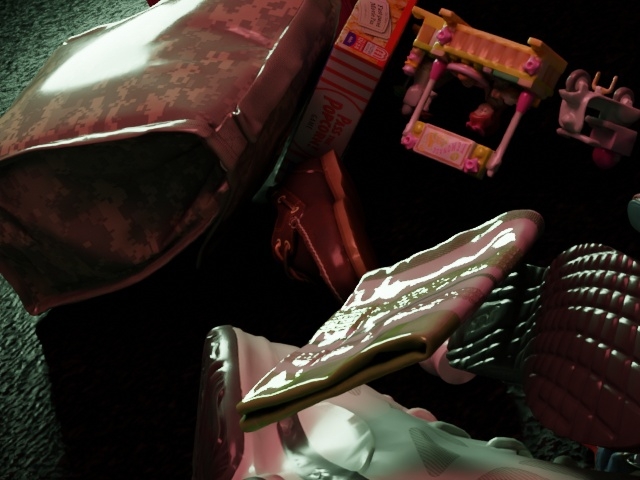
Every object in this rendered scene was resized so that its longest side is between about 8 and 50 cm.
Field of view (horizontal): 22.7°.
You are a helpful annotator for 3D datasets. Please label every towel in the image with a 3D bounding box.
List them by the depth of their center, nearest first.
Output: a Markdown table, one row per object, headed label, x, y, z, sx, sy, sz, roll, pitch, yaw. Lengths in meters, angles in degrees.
| label | x | y | z | sx | sy | sz | roll | pitch | yaw |
| --- | --- | --- | --- | --- | --- | --- | --- | --- | --- |
| towel | 0.034 | 0.032 | 0.735 | 0.113 | 0.023 | 0.152 | -28 | 6 | 32 |

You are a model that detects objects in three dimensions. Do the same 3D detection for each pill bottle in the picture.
| label | x | y | z | sx | sy | sz | roll | pitch | yaw |
| --- | --- | --- | --- | --- | --- | --- | --- | --- | --- |
| pill bottle | 0.076 | 0.060 | 1.032 | 0.043 | 0.043 | 0.083 | -27 | 29 | -4 |

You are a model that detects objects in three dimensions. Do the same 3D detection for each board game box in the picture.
| label | x | y | z | sx | sy | sz | roll | pitch | yaw |
| --- | --- | --- | --- | --- | --- | --- | --- | --- | --- |
| board game box | 0.031 | -0.145 | 1.314 | 0.045 | 0.146 | 0.193 | 26 | 41 | -1 |

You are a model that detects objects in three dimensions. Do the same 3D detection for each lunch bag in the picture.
| label | x | y | z | sx | sy | sz | roll | pitch | yaw |
| --- | --- | --- | --- | --- | --- | --- | --- | --- | --- |
| lunch bag | -0.122 | -0.088 | 1.276 | 0.287 | 0.169 | 0.235 | -18 | 29 | 37 |

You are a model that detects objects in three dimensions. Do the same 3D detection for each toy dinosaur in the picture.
| label | x | y | z | sx | sy | sz | roll | pitch | yaw |
| --- | --- | --- | --- | --- | --- | --- | --- | --- | --- |
| toy dinosaur | 0.166 | 0.134 | 0.867 | 0.090 | 0.047 | 0.082 | -42 | 16 | 53 |

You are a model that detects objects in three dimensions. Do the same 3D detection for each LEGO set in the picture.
| label | x | y | z | sx | sy | sz | roll | pitch | yaw |
| --- | --- | --- | --- | --- | --- | --- | --- | --- | --- |
| LEGO set | 0.107 | -0.105 | 1.232 | 0.287 | 0.132 | 0.107 | 24 | 89 | 58 |

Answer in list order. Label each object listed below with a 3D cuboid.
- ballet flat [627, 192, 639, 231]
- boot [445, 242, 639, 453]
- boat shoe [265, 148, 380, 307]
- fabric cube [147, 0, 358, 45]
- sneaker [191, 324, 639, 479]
| label | x | y | z | sx | sy | sz | roll | pitch | yaw |
| --- | --- | --- | --- | --- | --- | --- | --- | --- | --- |
| ballet flat | 0.240 | -0.006 | 1.025 | 0.041 | 0.041 | 0.114 | -28 | 30 | -6 |
| boot | 0.171 | 0.062 | 0.754 | 0.246 | 0.161 | 0.083 | -160 | 89 | -77 |
| boat shoe | 0.000 | 0.000 | 1.168 | 0.073 | 0.073 | 0.207 | -24 | 21 | 4 |
| fabric cube | -0.034 | -0.359 | 1.594 | 0.258 | 0.259 | 0.254 | 4 | 38 | 40 |
| sneaker | 0.066 | 0.160 | 0.812 | 0.258 | 0.169 | 0.447 | 5 | 9 | -10 |
